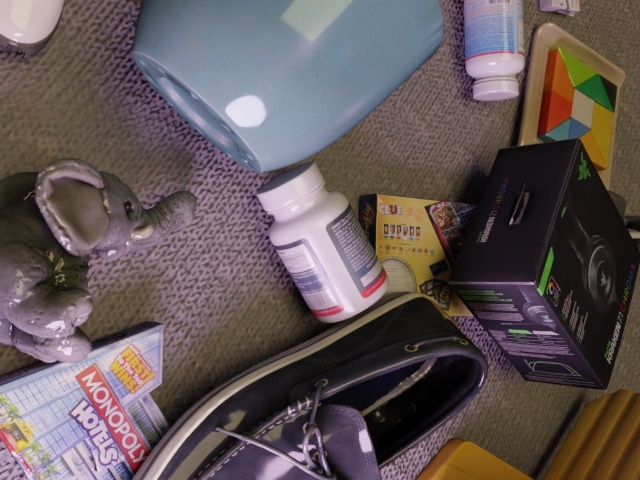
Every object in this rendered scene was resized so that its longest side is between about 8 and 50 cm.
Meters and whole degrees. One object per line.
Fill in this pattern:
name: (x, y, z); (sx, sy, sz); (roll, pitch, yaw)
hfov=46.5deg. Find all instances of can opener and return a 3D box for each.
can opener: (0.538, -0.029, 1.264); (0.280, 0.074, 0.093); (3, 106, -33)

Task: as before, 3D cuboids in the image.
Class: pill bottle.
pill bottle: (0.000, 0.000, 0.916); (0.108, 0.108, 0.180); (-36, 107, -28)
pill bottle: (0.256, -0.292, 1.098); (0.087, 0.087, 0.160); (0, 88, -32)

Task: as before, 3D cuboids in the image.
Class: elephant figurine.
elephant figurine: (-0.257, -0.012, 0.751); (0.169, 0.186, 0.240); (16, 62, 13)

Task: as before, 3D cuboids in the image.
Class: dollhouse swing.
dollhouse swing: (0.371, 0.294, 0.994); (0.315, 0.346, 0.305); (35, 71, -26)

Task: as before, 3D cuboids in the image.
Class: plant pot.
plant pot: (-0.056, -0.217, 0.799); (0.293, 0.293, 0.235); (44, 82, -23)

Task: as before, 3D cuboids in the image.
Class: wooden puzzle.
wooden puzzle: (0.419, -0.208, 1.222); (0.220, 0.044, 0.239); (20, 78, -30)

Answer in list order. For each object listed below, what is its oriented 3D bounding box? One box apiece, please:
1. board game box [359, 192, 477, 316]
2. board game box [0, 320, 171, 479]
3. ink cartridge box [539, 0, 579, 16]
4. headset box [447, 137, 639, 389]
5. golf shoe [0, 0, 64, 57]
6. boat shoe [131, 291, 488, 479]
board game box: (0.163, 0.026, 1.055); (0.243, 0.042, 0.165); (4, 86, -32)
board game box: (-0.230, 0.182, 0.795); (0.194, 0.060, 0.194); (-35, 106, -27)
ink cartridge box: (0.398, -0.400, 1.225); (0.083, 0.028, 0.048); (-2, 90, -32)
headset box: (0.323, 0.030, 1.054); (0.283, 0.131, 0.246); (48, 56, -34)
golf shoe: (-0.290, -0.326, 0.743); (0.105, 0.120, 0.273); (9, 85, -33)
boat shoe: (-0.007, 0.228, 0.848); (0.500, 0.156, 0.187); (-29, 128, -26)
